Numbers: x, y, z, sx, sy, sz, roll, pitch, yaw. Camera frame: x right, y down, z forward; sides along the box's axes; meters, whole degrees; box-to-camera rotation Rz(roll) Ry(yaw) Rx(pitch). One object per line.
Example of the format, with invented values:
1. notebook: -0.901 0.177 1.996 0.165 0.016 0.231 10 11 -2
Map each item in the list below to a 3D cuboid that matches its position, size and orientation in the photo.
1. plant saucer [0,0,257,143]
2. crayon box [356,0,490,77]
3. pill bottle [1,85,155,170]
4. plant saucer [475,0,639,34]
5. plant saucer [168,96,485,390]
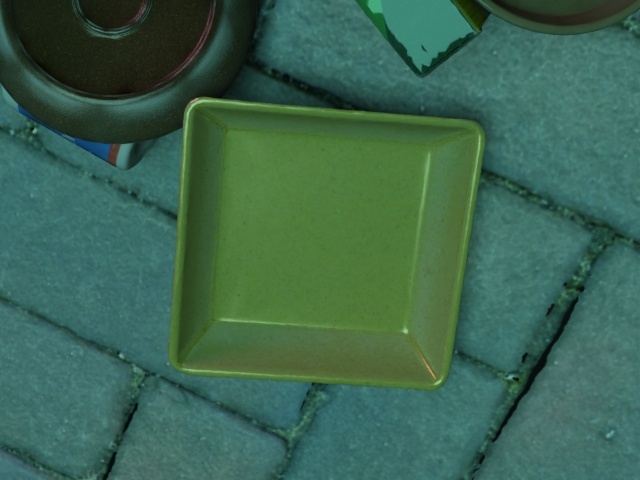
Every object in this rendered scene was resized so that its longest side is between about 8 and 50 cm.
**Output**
1. plant saucer: -0.226 -0.263 1.302 0.311 0.050 0.310 0 84 0
2. crayon box: 0.045 -0.327 1.213 0.081 0.202 0.318 -37 96 21
3. pill bottle: -0.291 -0.185 1.378 0.221 0.124 0.124 30 112 3
4. plant saucer: 0.239 -0.346 1.196 0.278 0.041 0.278 0 93 -9
5. plant saucer: 0.000 0.000 1.368 0.333 0.081 0.333 4 110 -6
